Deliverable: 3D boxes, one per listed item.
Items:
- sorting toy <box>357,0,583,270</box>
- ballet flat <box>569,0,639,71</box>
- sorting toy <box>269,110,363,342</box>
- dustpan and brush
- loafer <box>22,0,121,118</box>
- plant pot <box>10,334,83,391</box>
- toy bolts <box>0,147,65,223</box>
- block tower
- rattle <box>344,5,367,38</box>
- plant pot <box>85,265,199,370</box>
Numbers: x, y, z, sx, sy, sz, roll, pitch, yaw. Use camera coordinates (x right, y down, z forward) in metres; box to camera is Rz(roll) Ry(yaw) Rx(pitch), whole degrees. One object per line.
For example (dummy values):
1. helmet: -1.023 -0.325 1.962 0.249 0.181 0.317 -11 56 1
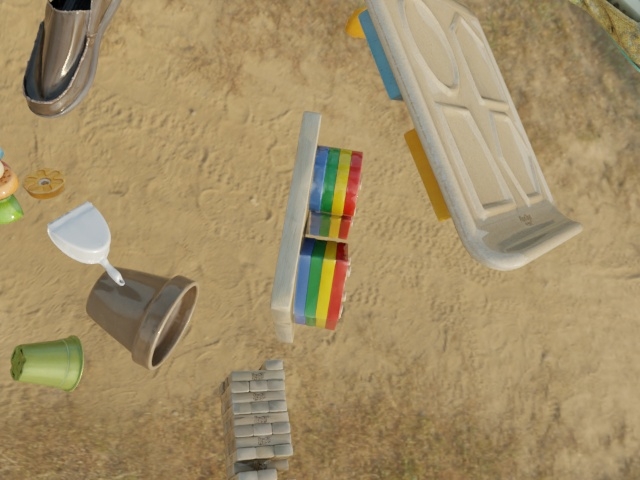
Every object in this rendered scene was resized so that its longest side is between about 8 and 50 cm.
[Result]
1. sorting toy: 0.093 -0.083 0.414 0.193 0.038 0.208 -13 76 -57
2. ballet flat: 0.452 -0.409 0.985 0.348 0.123 0.123 43 55 -1
3. sorting toy: 0.000 0.000 0.866 0.089 0.255 0.257 9 72 1
4. dustpan and brush: -0.544 0.022 1.523 0.211 0.060 0.147 44 39 -1
5. loafer: -0.527 -0.432 1.289 0.134 0.130 0.365 16 83 10
6. plant pot: -0.399 0.177 0.908 0.079 0.083 0.083 13 69 -46
7. toy bolts: -0.764 -0.188 1.532 0.228 0.158 0.218 37 51 27
8. block tower: -0.094 0.361 0.975 0.097 0.091 0.335 3 63 -21
9. rattle: 0.130 -0.398 0.927 0.130 0.143 0.199 9 84 -43
10. plant pot: -0.482 0.178 1.674 0.229 0.263 0.263 26 59 5
